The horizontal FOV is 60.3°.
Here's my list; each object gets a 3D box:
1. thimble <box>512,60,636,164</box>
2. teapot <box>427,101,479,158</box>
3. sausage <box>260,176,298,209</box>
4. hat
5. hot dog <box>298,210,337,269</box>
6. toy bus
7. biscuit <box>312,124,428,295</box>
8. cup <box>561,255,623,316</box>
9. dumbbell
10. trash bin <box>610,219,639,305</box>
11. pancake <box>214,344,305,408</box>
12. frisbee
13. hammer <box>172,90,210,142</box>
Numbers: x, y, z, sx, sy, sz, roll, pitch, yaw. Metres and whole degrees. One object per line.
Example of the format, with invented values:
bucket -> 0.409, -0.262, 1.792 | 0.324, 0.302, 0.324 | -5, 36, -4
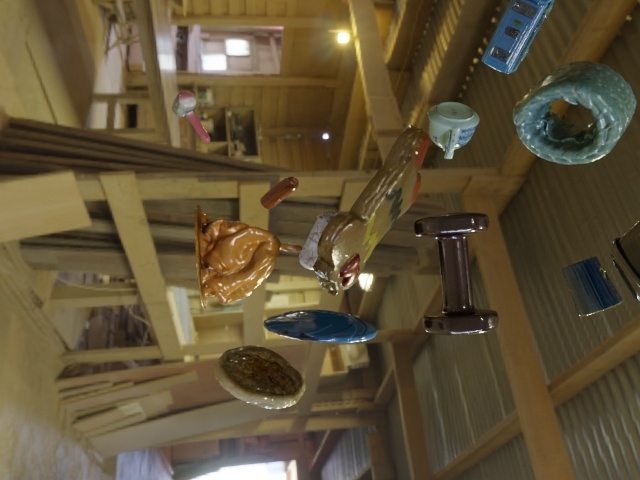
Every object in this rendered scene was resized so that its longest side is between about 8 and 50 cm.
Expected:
thimble -> 0.541, -0.278, 1.191 | 0.235, 0.143, 0.198 | 19, -39, 35
teapot -> 0.409, -0.343, 1.735 | 0.231, 0.159, 0.158 | -75, 173, -50
sausage -> -0.106, -0.127, 1.444 | 0.131, 0.039, 0.041 | -34, -130, 38
hat -> -0.159, 0.026, 1.263 | 0.244, 0.234, 0.233 | -131, -143, -80
hot dog -> 0.000, 0.000, 1.644 | 0.192, 0.099, 0.053 | -66, 161, 6
toy bus -> 0.590, -0.634, 1.652 | 0.134, 0.114, 0.246 | -40, 158, -50
biscuit -> 0.131, -0.044, 1.312 | 0.394, 0.076, 0.368 | -51, 162, -16
cup -> 0.829, 0.137, 1.696 | 0.176, 0.131, 0.155 | -1, 68, -65
dumbbell -> 0.252, 0.061, 1.026 | 0.124, 0.141, 0.225 | 22, 62, -84
trash bin -> 0.850, 0.024, 1.329 | 0.209, 0.183, 0.290 | -91, -160, -50
pancake -> -0.094, 0.214, 0.879 | 0.151, 0.152, 0.025 | -116, -136, -67
frisbee -> 0.001, 0.171, 1.168 | 0.242, 0.242, 0.045 | -160, -105, -79
hammer -> -0.193, -0.185, 0.841 | 0.083, 0.031, 0.053 | 57, -25, -7
